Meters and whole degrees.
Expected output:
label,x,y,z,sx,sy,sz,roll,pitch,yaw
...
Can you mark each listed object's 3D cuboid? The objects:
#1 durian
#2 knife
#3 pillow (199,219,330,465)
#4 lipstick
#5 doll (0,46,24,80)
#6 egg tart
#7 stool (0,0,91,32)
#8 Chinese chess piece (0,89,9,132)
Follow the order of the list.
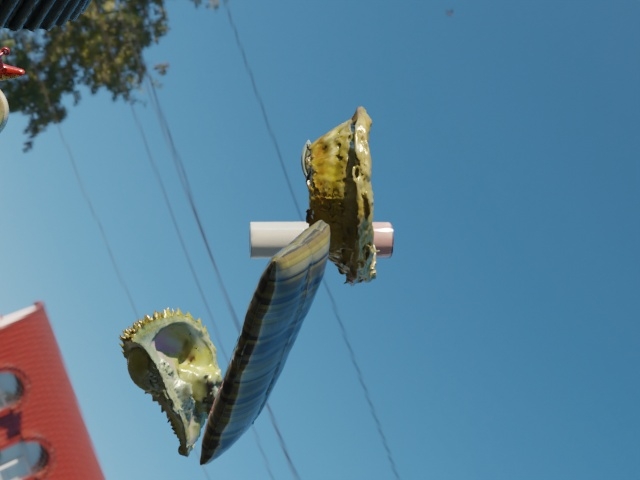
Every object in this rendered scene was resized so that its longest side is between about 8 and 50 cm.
label,x,y,z,sx,sy,sz,roll,pitch,yaw
durian,-0.270,0.254,1.491,0.166,0.172,0.306,-137,-147,-65
knife,0.016,-0.079,1.938,0.027,0.061,0.343,8,-60,62
pillow,-0.046,0.087,0.662,0.038,0.113,0.203,26,-65,12
lipstick,0.000,0.000,1.822,0.087,0.326,0.087,180,-90,-82
doll,-0.664,-0.332,1.511,0.057,0.169,0.109,-86,153,-54
egg tart,0.025,-0.050,0.942,0.212,0.090,0.213,178,-90,-88
stool,-0.344,-0.470,0.982,0.330,0.297,0.297,-27,-94,43
Chinese chess piece,-0.633,-0.238,1.445,0.051,0.122,0.122,-155,-130,-71
